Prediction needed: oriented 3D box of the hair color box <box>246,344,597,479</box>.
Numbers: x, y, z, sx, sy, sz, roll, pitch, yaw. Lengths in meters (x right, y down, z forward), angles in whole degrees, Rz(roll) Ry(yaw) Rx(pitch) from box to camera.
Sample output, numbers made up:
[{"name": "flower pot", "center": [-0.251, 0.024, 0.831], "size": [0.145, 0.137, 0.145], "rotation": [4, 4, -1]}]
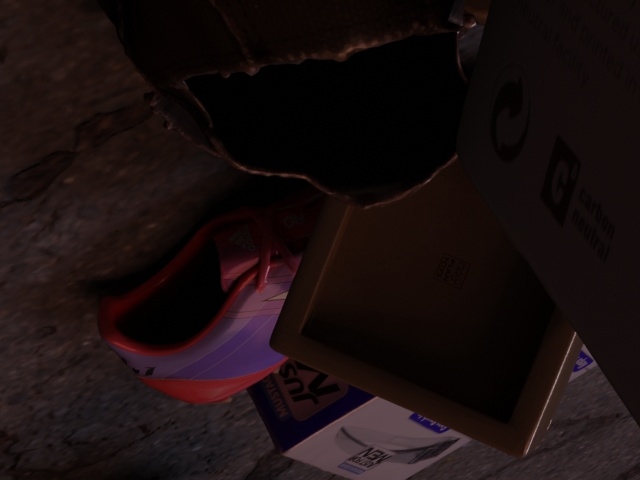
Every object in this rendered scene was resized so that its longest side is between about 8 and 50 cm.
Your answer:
[{"name": "hair color box", "center": [0.126, 0.009, 1.046], "size": [0.339, 0.110, 0.185], "rotation": [-33, 158, 9]}]

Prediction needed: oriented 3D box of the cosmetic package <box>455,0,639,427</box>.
[{"name": "cosmetic package", "center": [0.206, -0.172, 0.396], "size": [0.230, 0.161, 0.453], "rotation": [2, 120, -19]}]

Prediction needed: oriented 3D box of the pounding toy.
[{"name": "pounding toy", "center": [0.055, -0.033, 0.851], "size": [0.094, 0.181, 0.206], "rotation": [-2, 114, -76]}]

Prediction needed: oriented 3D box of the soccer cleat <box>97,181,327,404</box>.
[{"name": "soccer cleat", "center": [0.000, 0.000, 0.930], "size": [0.248, 0.083, 0.095], "rotation": [-34, 146, 16]}]

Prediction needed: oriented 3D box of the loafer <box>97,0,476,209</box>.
[{"name": "loafer", "center": [-0.013, -0.066, 0.628], "size": [0.134, 0.130, 0.366], "rotation": [-15, 170, 3]}]
